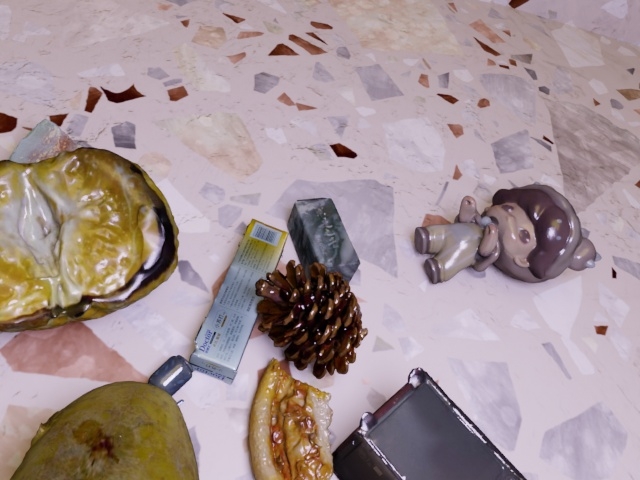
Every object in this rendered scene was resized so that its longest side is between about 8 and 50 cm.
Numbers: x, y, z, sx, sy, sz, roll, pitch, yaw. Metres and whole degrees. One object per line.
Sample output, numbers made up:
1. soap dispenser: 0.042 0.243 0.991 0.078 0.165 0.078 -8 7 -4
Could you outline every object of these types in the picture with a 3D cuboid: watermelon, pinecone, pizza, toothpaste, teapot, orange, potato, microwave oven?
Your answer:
1. watermelon: -0.477 -0.115 1.013 0.241 0.094 0.154 25 58 -2
2. pinecone: -0.019 0.121 0.897 0.168 0.185 0.212 -43 110 -10
3. pizza: -0.048 0.305 0.825 0.134 0.056 0.271 -10 49 13
4. toothpaste: -0.142 0.100 0.962 0.089 0.071 0.313 22 50 -5
5. teapot: -0.245 0.231 0.848 0.049 0.063 0.083 18 49 39
6. orange: -0.422 0.005 0.843 0.369 0.210 0.271 -13 83 -25
7. potato: -0.276 0.347 0.640 0.270 0.219 0.359 7 45 -25
8. microwave oven: 0.164 0.351 0.806 0.188 0.178 0.247 -31 69 -31

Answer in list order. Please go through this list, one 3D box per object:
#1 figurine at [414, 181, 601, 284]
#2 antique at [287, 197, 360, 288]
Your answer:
1. figurine: 0.400 -0.002 1.154 0.380 0.203 0.248 -11 51 -12
2. antique: 0.000 0.000 1.074 0.088 0.086 0.183 -8 57 -24
